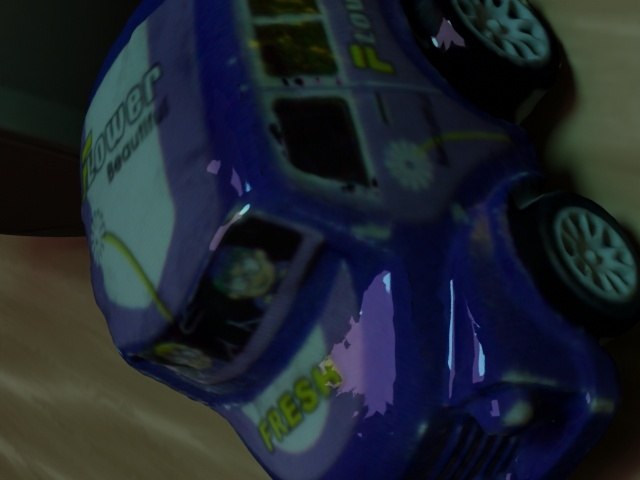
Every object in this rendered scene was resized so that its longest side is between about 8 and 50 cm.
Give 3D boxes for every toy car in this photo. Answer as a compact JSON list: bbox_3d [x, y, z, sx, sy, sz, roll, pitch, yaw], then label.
[{"bbox_3d":[0.000,0.000,0.433,0.172,0.158,0.235,-47,50,41],"label":"toy car"}]

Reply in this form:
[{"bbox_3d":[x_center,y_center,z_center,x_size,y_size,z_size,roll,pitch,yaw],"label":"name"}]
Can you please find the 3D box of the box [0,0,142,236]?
[{"bbox_3d":[-0.201,-0.131,0.638,0.301,0.301,0.216,-13,69,52],"label":"box"}]
